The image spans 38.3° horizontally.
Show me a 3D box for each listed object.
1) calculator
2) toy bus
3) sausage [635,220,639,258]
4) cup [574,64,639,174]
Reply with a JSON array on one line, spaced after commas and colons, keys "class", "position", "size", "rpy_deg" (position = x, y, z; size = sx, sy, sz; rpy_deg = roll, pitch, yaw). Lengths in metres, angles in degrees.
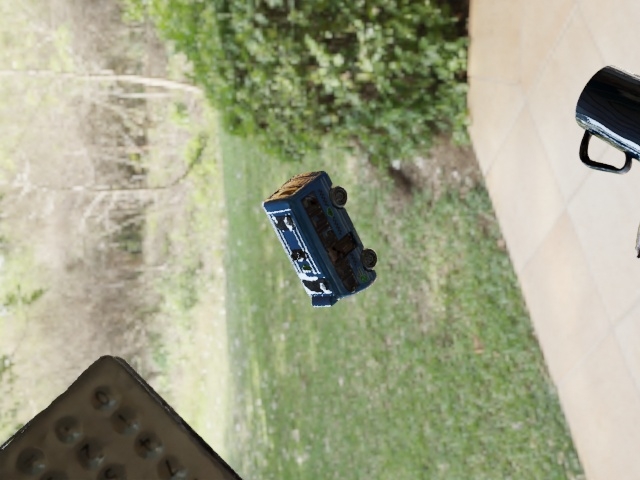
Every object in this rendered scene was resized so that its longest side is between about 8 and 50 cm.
[{"class": "calculator", "position": [-0.115, 0.211, 0.621], "size": [0.261, 0.161, 0.021], "rpy_deg": [39, 157, 20]}, {"class": "toy bus", "position": [0.000, 0.000, 1.743], "size": [0.113, 0.134, 0.246], "rpy_deg": [-5, 116, 49]}, {"class": "sausage", "position": [0.419, -0.108, 1.022], "size": [0.078, 0.078, 0.304], "rpy_deg": [-122, 40, -62]}, {"class": "cup", "position": [0.456, -0.179, 1.380], "size": [0.138, 0.150, 0.113], "rpy_deg": [38, 164, 38]}]
